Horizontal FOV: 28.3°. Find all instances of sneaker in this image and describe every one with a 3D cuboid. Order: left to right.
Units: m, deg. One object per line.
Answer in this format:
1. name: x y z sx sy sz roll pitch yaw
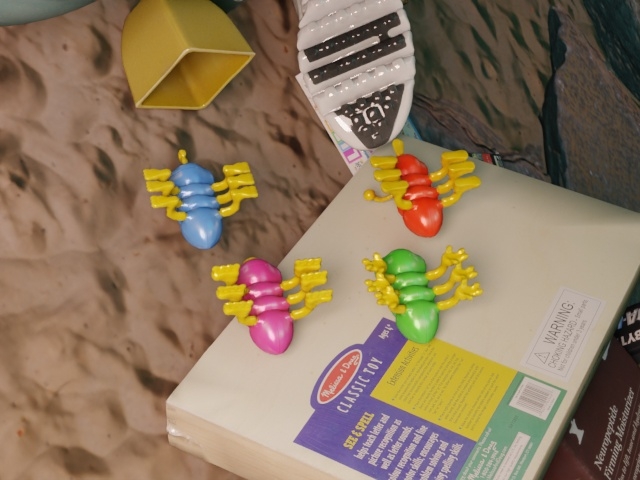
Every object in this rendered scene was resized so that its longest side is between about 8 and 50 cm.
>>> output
1. sneaker: 0.021 -0.216 1.212 0.118 0.110 0.292 66 8 -74

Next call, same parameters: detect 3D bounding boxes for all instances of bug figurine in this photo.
1. bug figurine: 0.000 0.000 1.030 0.279 0.072 0.216 -3 47 -14

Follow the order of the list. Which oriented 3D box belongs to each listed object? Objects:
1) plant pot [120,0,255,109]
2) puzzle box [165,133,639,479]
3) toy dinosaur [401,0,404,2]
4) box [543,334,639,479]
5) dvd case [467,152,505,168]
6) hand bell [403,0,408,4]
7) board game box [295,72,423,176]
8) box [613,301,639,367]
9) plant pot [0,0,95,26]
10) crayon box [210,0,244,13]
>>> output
1. plant pot: -0.122 -0.169 1.079 0.081 0.081 0.083 -5 63 -49
2. puzzle box: 0.091 0.069 1.051 0.272 0.052 0.409 21 44 19
3. toy dinosaur: 0.042 -0.241 1.319 0.183 0.053 0.092 49 45 9
4. box: 0.197 0.174 1.173 0.203 0.167 0.168 49 42 -17
5. dvd case: 0.174 -0.055 1.393 0.119 0.013 0.087 -4 73 -50
6. hand bell: 0.058 -0.376 1.389 0.126 0.126 0.242 -24 100 -51
7. board game box: 0.048 -0.119 1.278 0.103 0.026 0.154 -36 98 -51
8. box: 0.325 0.132 1.296 0.175 0.220 0.051 27 49 -37
9. plant pot: -0.257 -0.272 0.885 0.293 0.196 0.293 19 62 -40
10. crayon box: -0.067 -0.394 1.159 0.083 0.203 0.323 15 59 -43
